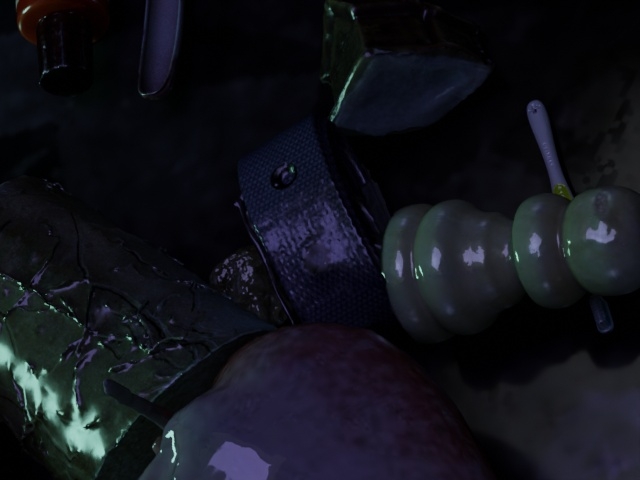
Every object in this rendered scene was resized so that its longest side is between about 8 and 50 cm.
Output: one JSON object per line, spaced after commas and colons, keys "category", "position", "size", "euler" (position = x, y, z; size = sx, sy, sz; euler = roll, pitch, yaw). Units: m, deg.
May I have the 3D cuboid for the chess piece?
{"category": "chess piece", "position": [0.188, 0.011, 1.734], "size": [0.243, 0.133, 0.133], "euler": [-12, 61, 32]}

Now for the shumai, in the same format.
{"category": "shumai", "position": [-0.061, 0.055, 1.896], "size": [0.080, 0.083, 0.082], "euler": [-120, 40, -54]}

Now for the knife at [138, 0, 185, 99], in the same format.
{"category": "knife", "position": [-0.164, -0.270, 2.127], "size": [0.123, 0.053, 0.278], "euler": [-10, 63, 19]}

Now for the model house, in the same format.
{"category": "model house", "position": [0.077, -0.193, 1.944], "size": [0.165, 0.106, 0.152], "euler": [-3, 46, -12]}

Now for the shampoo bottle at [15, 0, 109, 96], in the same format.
{"category": "shampoo bottle", "position": [-0.291, -0.289, 2.172], "size": [0.104, 0.104, 0.278], "euler": [-19, 59, 20]}

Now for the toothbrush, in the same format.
{"category": "toothbrush", "position": [0.233, -0.026, 1.813], "size": [0.022, 0.026, 0.263], "euler": [-24, 54, 16]}

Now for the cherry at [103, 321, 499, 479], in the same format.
{"category": "cherry", "position": [-0.009, 0.247, 1.649], "size": [0.326, 0.291, 0.335], "euler": [-29, 69, -8]}

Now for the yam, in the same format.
{"category": "yam", "position": [-0.214, 0.098, 1.858], "size": [0.348, 0.241, 0.241], "euler": [35, 86, 32]}

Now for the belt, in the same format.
{"category": "belt", "position": [0.000, 0.000, 1.856], "size": [0.126, 0.139, 0.230], "euler": [-32, 65, 14]}
